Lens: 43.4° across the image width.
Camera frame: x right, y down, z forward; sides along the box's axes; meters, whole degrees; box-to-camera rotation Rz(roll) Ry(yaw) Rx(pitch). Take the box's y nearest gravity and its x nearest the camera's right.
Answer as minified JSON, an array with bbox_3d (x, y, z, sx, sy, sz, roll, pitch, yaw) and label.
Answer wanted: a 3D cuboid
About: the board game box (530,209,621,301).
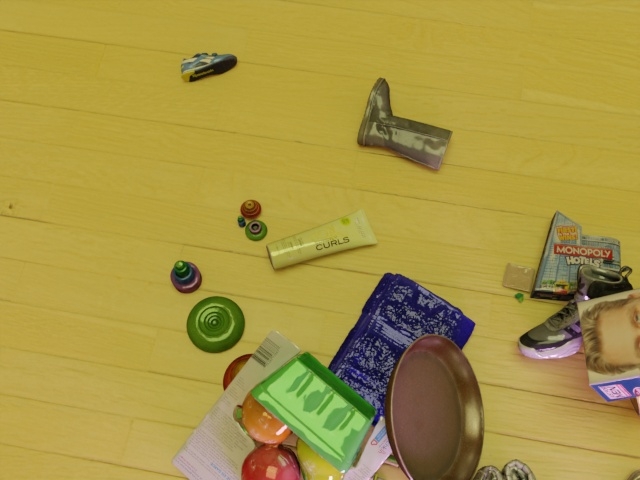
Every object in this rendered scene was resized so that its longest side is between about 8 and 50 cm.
[{"bbox_3d":[0.560,0.035,1.755,0.194,0.060,0.194,5,69,4],"label":"board game box"}]

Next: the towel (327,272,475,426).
[{"bbox_3d":[0.159,0.234,1.681,0.228,0.076,0.308,29,72,14],"label":"towel"}]

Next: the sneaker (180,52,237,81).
[{"bbox_3d":[-0.278,-0.440,1.987,0.144,0.053,0.059,-15,66,-5],"label":"sneaker"}]

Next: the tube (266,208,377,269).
[{"bbox_3d":[0.000,0.000,1.795,0.240,0.062,0.070,-17,108,-10],"label":"tube"}]

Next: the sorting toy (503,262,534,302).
[{"bbox_3d":[0.431,0.093,1.761,0.062,0.012,0.083,15,68,8],"label":"sorting toy"}]

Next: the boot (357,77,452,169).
[{"bbox_3d":[0.207,-0.276,1.889,0.209,0.076,0.189,13,83,15],"label":"boot"}]

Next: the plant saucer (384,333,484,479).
[{"bbox_3d":[0.216,0.338,1.558,0.050,0.311,0.310,-13,61,40],"label":"plant saucer"}]

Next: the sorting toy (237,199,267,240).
[{"bbox_3d":[-0.159,-0.050,1.828,0.061,0.042,0.101,-16,68,-4],"label":"sorting toy"}]

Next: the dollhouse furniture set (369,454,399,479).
[{"bbox_3d":[0.108,0.492,1.577,0.059,0.076,0.151,18,69,10],"label":"dollhouse furniture set"}]

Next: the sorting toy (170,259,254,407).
[{"bbox_3d":[-0.216,0.181,1.691,0.127,0.126,0.365,-32,71,-10],"label":"sorting toy"}]

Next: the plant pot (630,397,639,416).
[{"bbox_3d":[0.720,0.240,1.581,0.239,0.254,0.253,-18,67,12],"label":"plant pot"}]

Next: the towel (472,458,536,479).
[{"bbox_3d":[0.348,0.554,1.459,0.121,0.235,0.283,-12,67,1],"label":"towel"}]

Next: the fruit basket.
[{"bbox_3d":[-0.069,0.405,1.574,0.327,0.165,0.353,38,103,9],"label":"fruit basket"}]

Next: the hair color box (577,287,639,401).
[{"bbox_3d":[0.656,0.166,1.445,0.347,0.105,0.173,-19,53,30],"label":"hair color box"}]

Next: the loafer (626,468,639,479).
[{"bbox_3d":[0.618,0.566,1.517,0.102,0.092,0.268,10,68,6],"label":"loafer"}]

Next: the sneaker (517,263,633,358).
[{"bbox_3d":[0.522,0.137,1.650,0.269,0.153,0.101,-19,26,0],"label":"sneaker"}]
